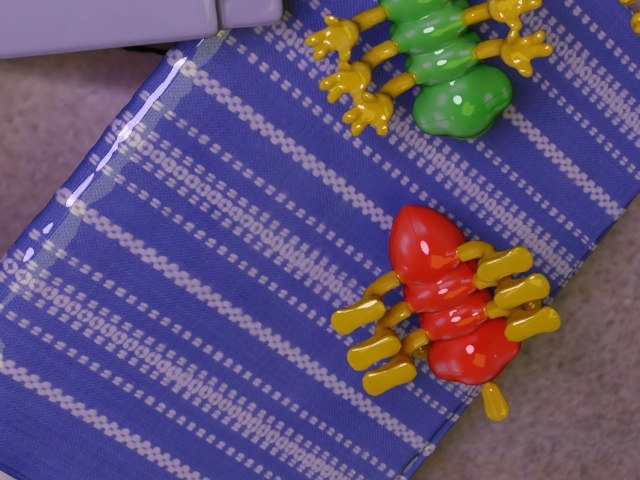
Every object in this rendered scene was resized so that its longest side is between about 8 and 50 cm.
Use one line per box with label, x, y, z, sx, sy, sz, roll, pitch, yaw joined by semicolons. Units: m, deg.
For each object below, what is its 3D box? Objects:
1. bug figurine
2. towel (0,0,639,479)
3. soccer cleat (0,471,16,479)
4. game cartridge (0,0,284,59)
bug figurine;0.126;-0.046;0.719;0.279;0.072;0.216;-18;112;11
towel;0.000;0.000;0.778;0.243;0.040;0.336;36;96;-35
soccer cleat;-0.208;0.066;0.748;0.196;0.068;0.076;18;132;-23
game cartridge;-0.123;-0.207;0.609;0.196;0.060;0.294;-7;116;-4
